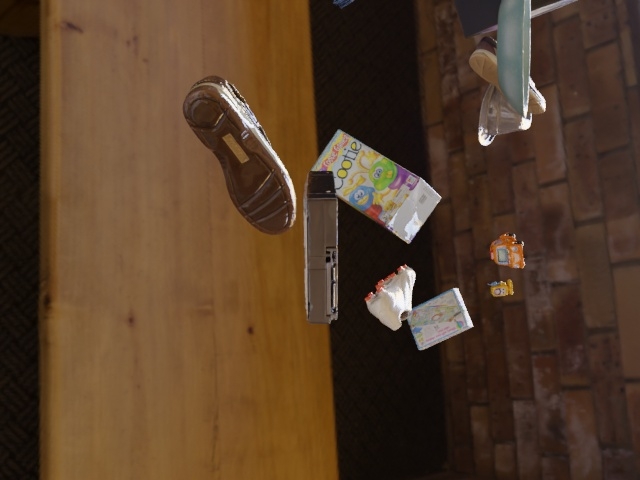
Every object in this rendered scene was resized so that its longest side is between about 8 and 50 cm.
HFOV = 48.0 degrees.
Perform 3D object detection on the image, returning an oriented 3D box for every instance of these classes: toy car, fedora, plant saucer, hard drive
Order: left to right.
[{"bbox_3d":[0.000,0.000,1.423,0.064,0.339,0.236,-1,105,-1],"label":"hard drive"},{"bbox_3d":[0.246,0.045,0.962,0.060,0.041,0.122,-102,-177,-53],"label":"toy car"},{"bbox_3d":[0.587,-0.410,2.210,0.275,0.124,0.243,-47,145,-48],"label":"fedora"},{"bbox_3d":[0.259,-0.261,0.962,0.195,0.037,0.195,2,90,-73],"label":"plant saucer"}]

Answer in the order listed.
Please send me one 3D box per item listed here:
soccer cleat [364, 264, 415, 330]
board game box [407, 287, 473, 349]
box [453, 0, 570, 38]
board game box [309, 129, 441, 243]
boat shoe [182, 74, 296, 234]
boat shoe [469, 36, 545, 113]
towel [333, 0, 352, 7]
[{"bbox_3d":[0.134,0.102,1.276,0.076,0.068,0.196,54,25,1],"label":"soccer cleat"},{"bbox_3d":[0.293,0.197,1.792,0.026,0.154,0.103,6,59,-51],"label":"board game box"},{"bbox_3d":[0.519,-0.657,1.822,0.294,0.296,0.182,-20,100,-5],"label":"box"},{"bbox_3d":[0.130,-0.133,1.768,0.142,0.275,0.144,-55,145,3],"label":"board game box"},{"bbox_3d":[-0.104,-0.129,1.053,0.095,0.095,0.257,-87,156,-55],"label":"boat shoe"},{"bbox_3d":[0.526,-0.450,1.965,0.285,0.103,0.092,31,76,-26],"label":"boat shoe"},{"bbox_3d":[0.074,-0.570,1.618,0.029,0.119,0.067,29,76,-22],"label":"towel"}]
